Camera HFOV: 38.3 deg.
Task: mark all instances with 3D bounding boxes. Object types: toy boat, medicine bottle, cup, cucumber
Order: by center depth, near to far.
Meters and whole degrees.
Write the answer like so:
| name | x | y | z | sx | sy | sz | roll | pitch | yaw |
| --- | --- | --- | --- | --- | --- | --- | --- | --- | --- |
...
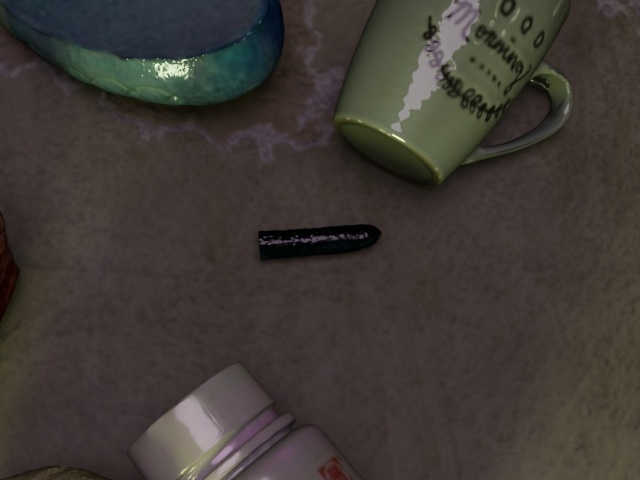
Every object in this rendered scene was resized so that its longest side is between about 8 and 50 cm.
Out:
| name | x | y | z | sx | sy | sz | roll | pitch | yaw |
| --- | --- | --- | --- | --- | --- | --- | --- | --- | --- |
| medicine bottle | -0.032 | 0.260 | 0.828 | 0.170 | 0.170 | 0.293 | -38 | 79 | -13 |
| cucumber | 0.000 | 0.000 | 0.982 | 0.133 | 0.032 | 0.032 | -5 | 73 | -6 |
| cup | 0.156 | -0.169 | 0.984 | 0.258 | 0.186 | 0.234 | 32 | 81 | -22 |
| toy boat | -0.191 | -0.248 | 1.023 | 0.329 | 0.123 | 0.215 | 17 | 65 | 14 |

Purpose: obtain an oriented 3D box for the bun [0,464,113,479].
| name | x | y | z | sx | sy | sz | roll | pitch | yaw |
| --- | --- | --- | --- | --- | --- | --- | --- | --- | --- |
| bun | -0.248 | 0.324 | 0.775 | 0.259 | 0.152 | 0.260 | -1 | 87 | 16 |

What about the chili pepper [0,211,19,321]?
| name | x | y | z | sx | sy | sz | roll | pitch | yaw |
| --- | --- | --- | --- | --- | --- | --- | --- | --- | --- |
| chili pepper | -0.390 | 0.063 | 0.833 | 0.229 | 0.251 | 0.305 | 7 | 63 | 36 |
